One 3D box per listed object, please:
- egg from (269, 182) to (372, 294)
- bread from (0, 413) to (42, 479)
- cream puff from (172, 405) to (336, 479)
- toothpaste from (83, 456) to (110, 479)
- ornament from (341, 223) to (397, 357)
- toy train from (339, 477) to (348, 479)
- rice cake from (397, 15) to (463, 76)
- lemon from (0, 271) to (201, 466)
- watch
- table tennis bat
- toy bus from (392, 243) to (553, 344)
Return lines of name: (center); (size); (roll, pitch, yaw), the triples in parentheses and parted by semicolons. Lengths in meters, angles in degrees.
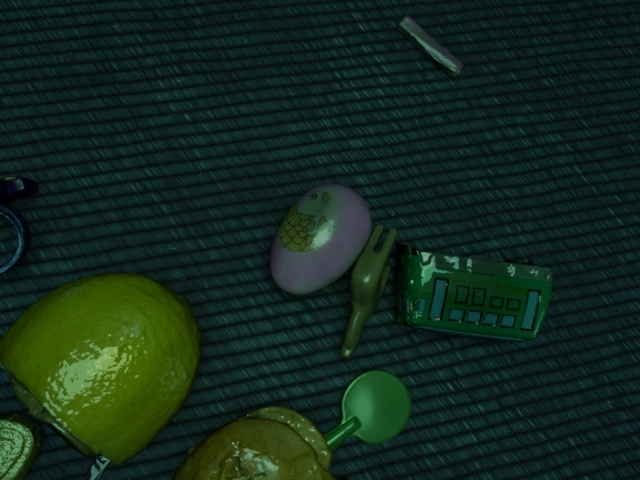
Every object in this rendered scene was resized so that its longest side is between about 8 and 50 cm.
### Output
egg: (0.000, 0.000, 1.182); (0.196, 0.196, 0.271); (25, 80, -2)
bread: (-0.647, 0.435, 1.085); (0.117, 0.064, 0.156); (25, 79, 2)
cream puff: (-0.131, 0.511, 1.047); (0.327, 0.231, 0.343); (17, 43, 6)
toothpaste: (-0.489, 0.517, 1.112); (0.037, 0.021, 0.140); (25, 76, -1)
ornament: (0.101, 0.123, 1.185); (0.061, 0.230, 0.245); (19, 55, 16)
toy train: (-0.019, 0.593, 1.147); (0.209, 0.044, 0.042); (-30, 84, -11)
rice cake: (0.288, -0.507, 1.388); (0.206, 0.036, 0.047); (43, 87, 1)
lemon: (-0.398, 0.216, 1.029); (0.364, 0.364, 0.364); (1, 80, -7)
watch: (-0.705, -0.025, 1.122); (0.196, 0.171, 0.200); (-14, 97, -11)
table tennis bat: (0.091, 0.402, 1.202); (0.257, 0.039, 0.160); (-32, 86, -17)
toy bus: (0.331, 0.120, 1.210); (0.343, 0.183, 0.200); (8, 91, -5)
